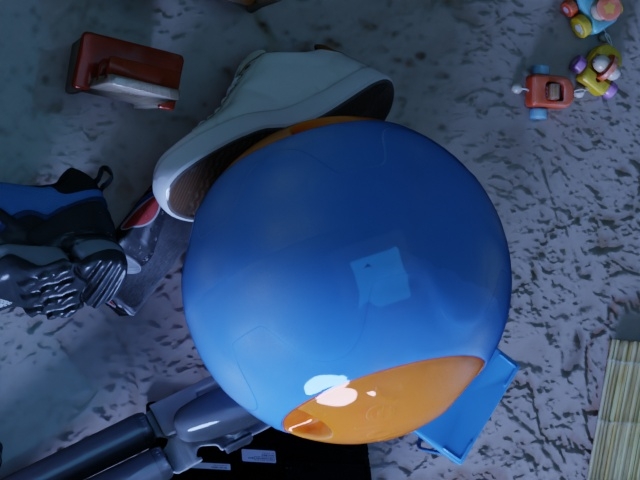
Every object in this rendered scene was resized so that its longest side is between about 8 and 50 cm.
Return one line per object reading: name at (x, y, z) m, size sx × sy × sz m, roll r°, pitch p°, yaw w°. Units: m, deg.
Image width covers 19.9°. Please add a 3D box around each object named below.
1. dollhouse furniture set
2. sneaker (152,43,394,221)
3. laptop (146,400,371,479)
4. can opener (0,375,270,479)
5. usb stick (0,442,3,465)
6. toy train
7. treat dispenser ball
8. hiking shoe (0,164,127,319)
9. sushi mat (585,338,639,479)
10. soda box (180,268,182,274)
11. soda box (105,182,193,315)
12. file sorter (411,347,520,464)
dollhouse furniture set at (-0.159, -0.257, 1.707) m, size 0.262 × 0.135 × 0.259 m, roll 12°, pitch 84°, yaw -23°
sneaker at (-0.069, -0.109, 1.746) m, size 0.290 × 0.123 × 0.106 m, roll -28°, pitch 142°, yaw -39°
laptop at (-0.073, 0.309, 1.803) m, size 0.234 × 0.136 × 0.264 m, roll 5°, pitch 61°, yaw -24°
can opener at (-0.171, 0.191, 1.699) m, size 0.280 × 0.093 × 0.074 m, roll -26°, pitch 65°, yaw -8°
usb stick at (-0.380, 0.293, 1.652) m, size 0.077 × 0.045 × 0.278 m, roll 32°, pitch 78°, yaw -21°
toy train at (0.271, -0.208, 1.942) m, size 0.125 × 0.046 × 0.166 m, roll 8°, pitch 86°, yaw -23°
treat dispenser ball at (0.023, 0.034, 1.598) m, size 0.288 × 0.288 × 0.288 m, roll 0°, pitch 89°, yaw -23°
hiking shoe at (-0.332, 0.012, 1.662) m, size 0.304 × 0.113 × 0.132 m, roll -6°, pitch 56°, yaw -14°
sushi mat at (0.350, 0.269, 1.982) m, size 0.151 × 0.019 × 0.316 m, roll 14°, pitch 83°, yaw -21°
soda box at (0.000, 0.000, 1.795) m, size 0.263 × 0.092 × 0.083 m, roll -31°, pitch 100°, yaw -20°
soda box at (-0.156, -0.010, 1.749) m, size 0.060 × 0.053 × 0.169 m, roll 42°, pitch 73°, yaw -17°
file sorter at (0.086, 0.124, 1.824) m, size 0.170 × 0.104 × 0.118 m, roll 37°, pitch 76°, yaw -18°
